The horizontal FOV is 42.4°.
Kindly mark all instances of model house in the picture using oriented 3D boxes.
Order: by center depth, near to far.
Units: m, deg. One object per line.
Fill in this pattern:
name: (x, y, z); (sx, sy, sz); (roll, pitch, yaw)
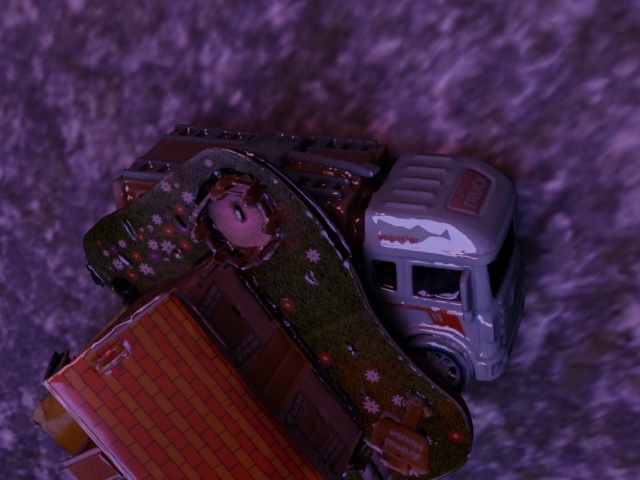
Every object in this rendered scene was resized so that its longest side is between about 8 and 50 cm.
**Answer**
model house: (-0.056, 0.110, 0.547); (0.207, 0.154, 0.294); (-27, 106, 37)

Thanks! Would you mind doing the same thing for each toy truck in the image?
toy truck: (0.000, 0.000, 0.632); (0.305, 0.136, 0.162); (8, 124, 20)

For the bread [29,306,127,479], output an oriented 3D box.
bread: (-0.141, 0.177, 0.829); (0.239, 0.111, 0.246); (44, 128, -8)
